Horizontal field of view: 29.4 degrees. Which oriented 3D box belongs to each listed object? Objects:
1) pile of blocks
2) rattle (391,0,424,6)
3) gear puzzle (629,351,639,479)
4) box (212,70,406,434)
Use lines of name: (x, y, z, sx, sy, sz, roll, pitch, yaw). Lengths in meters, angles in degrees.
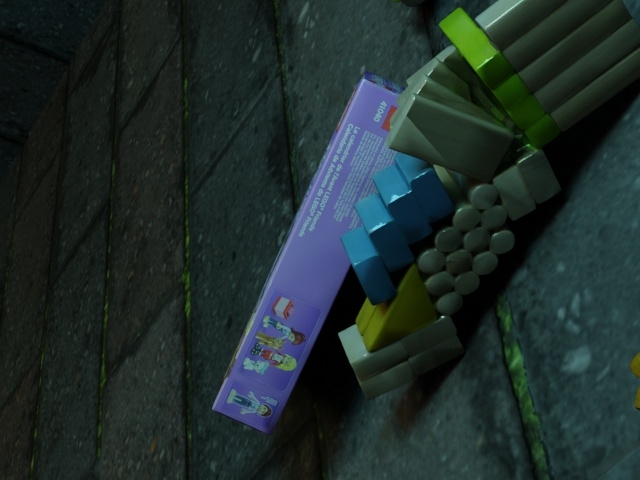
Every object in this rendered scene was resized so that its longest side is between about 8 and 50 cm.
pile of blocks: (0.090, -0.059, 0.890, 0.362, 0.149, 0.113, -60, 27, 21)
rattle: (0.099, -0.312, 1.154, 0.143, 0.130, 0.200, -45, 7, 23)
gear puzzle: (0.209, 0.162, 0.609, 0.175, 0.044, 0.339, -44, 35, 43)
box: (0.000, 0.000, 1.047, 0.201, 0.057, 0.293, -79, 13, -80)
